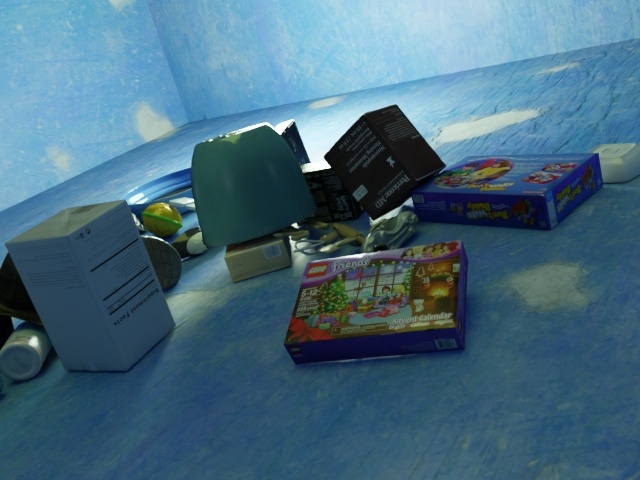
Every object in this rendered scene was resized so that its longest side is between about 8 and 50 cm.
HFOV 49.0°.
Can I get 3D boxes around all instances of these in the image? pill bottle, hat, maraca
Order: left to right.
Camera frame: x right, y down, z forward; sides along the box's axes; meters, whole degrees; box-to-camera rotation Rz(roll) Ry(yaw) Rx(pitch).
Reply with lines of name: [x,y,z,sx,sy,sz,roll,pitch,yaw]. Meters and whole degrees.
pill bottle: [-0.618,0.223,1.493,0.087,0.087,0.160,-17,19,-1]
hat: [-0.639,0.078,1.605,0.331,0.134,0.331,16,10,-3]
maraca: [-0.484,-0.062,2.133,0.127,0.099,0.185,23,-7,-20]

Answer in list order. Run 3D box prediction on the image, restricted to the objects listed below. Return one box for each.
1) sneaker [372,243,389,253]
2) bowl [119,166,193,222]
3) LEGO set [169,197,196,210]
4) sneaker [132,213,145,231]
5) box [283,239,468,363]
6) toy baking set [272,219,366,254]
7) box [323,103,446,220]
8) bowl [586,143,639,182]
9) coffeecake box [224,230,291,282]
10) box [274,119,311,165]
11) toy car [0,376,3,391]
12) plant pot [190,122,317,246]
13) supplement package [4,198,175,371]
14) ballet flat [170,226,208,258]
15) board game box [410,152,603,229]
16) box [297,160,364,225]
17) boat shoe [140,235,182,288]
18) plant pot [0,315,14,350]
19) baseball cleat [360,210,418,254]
sneaker: [0.121,0.062,1.330,0.067,0.078,0.188,-15,22,4]
bowl: [-0.508,-0.169,2.475,0.390,0.077,0.391,-15,20,5]
LEGO set: [-0.316,-0.133,2.160,0.182,0.060,0.244,14,18,28]
sneaker: [-0.619,-0.041,2.271,0.071,0.068,0.169,-43,20,-22]
box: [0.098,0.103,1.188,0.293,0.057,0.201,-9,38,21]
toy baking set: [0.005,-0.001,1.594,0.196,0.030,0.256,-8,18,-28]
box: [0.154,-0.191,1.693,0.168,0.203,0.167,-44,-10,37]
bowl: [0.653,-0.178,1.580,0.142,0.053,0.142,-30,24,-36]
coffeecake box: [-0.148,0.019,1.684,0.142,0.068,0.185,-17,19,2]
box: [-0.074,-0.207,1.985,0.059,0.233,0.183,-17,18,18]
toy car: [-0.755,0.255,1.294,0.210,0.238,0.219,-11,20,15]
plant pot: [-0.178,-0.147,1.695,0.292,0.235,0.293,-15,12,3]
supplement package: [-0.448,0.091,1.398,0.177,0.293,0.175,-5,23,28]
ballet flat: [-0.314,-0.007,1.893,0.074,0.074,0.203,4,26,46]
board game box: [0.410,-0.116,1.571,0.233,0.078,0.347,-32,24,-35]
box: [0.011,-0.126,1.825,0.180,0.148,0.077,-7,22,28]
boat shoe: [-0.462,0.036,1.631,0.116,0.123,0.324,6,-11,39]
plant pot: [-0.798,0.206,1.576,0.166,0.188,0.188,0,22,6]
baseball cleat: [0.132,0.002,1.526,0.109,0.072,0.205,-17,9,45]
